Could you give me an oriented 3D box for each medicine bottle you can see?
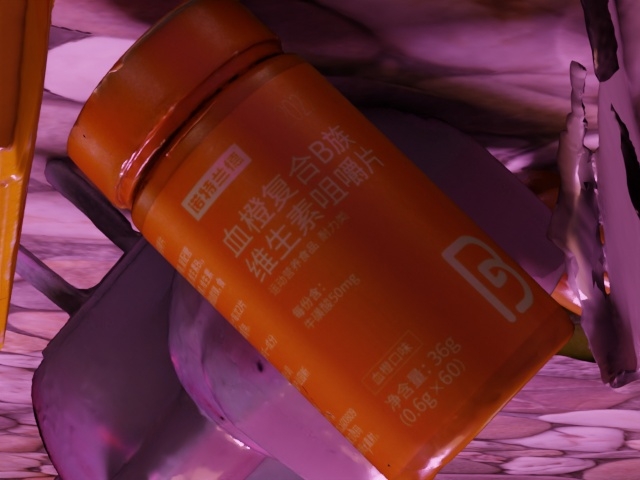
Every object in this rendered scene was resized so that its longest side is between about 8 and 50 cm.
[{"bbox_3d":[0.000,0.000,0.654,0.192,0.096,0.096,45,166,8],"label":"medicine bottle"}]

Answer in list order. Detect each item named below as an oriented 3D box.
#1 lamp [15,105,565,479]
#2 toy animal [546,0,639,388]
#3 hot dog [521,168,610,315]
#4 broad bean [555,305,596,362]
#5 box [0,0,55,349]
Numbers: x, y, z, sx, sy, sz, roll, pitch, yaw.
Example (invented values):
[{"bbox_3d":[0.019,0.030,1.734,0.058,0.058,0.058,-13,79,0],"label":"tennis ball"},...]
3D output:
[{"bbox_3d":[-0.047,0.041,0.849,0.247,0.247,0.301,39,149,-8],"label":"lamp"},{"bbox_3d":[0.265,-0.019,0.576,0.357,0.194,0.257,-11,129,1],"label":"toy animal"},{"bbox_3d":[0.208,0.033,0.867,0.250,0.068,0.100,27,169,-8],"label":"hot dog"},{"bbox_3d":[0.229,0.033,1.004,0.144,0.049,0.292,15,160,-14],"label":"broad bean"},{"bbox_3d":[-0.110,-0.062,0.536,0.043,0.152,0.269,4,166,-11],"label":"box"}]
